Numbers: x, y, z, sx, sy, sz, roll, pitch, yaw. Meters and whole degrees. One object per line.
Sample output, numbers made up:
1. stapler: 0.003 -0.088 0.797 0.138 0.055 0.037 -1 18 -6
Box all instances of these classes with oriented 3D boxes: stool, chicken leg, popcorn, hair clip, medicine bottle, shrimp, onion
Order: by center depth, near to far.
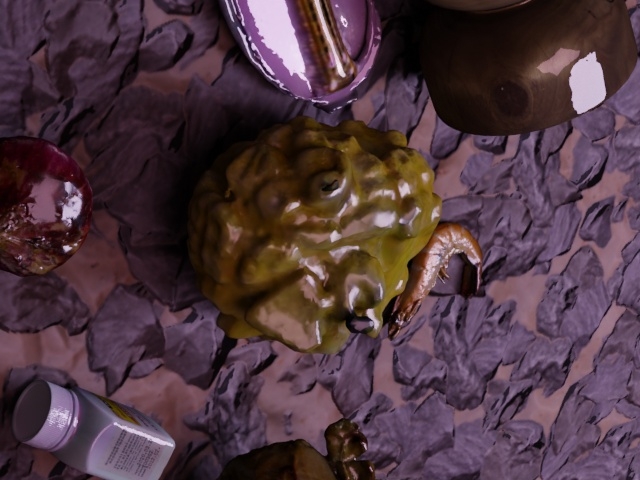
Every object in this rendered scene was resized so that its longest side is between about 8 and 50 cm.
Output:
1. onion: -0.219 -0.028 1.155 0.107 0.097 0.107 -2 119 -3
2. hair clip: -0.034 -0.247 1.218 0.110 0.096 0.358 -63 150 -44
3. medicine bottle: -0.184 0.153 1.258 0.118 0.074 0.055 27 92 -38
4. stool: 0.139 -0.240 1.261 0.179 0.179 0.264 -35 125 -19
5. popcorn: -0.003 0.000 1.263 0.218 0.169 0.189 1 108 -31
6. chicken leg: -0.032 0.325 1.398 0.211 0.140 0.361 -11 130 -6
7. shrimp: 0.105 0.045 1.449 0.091 0.025 0.127 41 80 -40
